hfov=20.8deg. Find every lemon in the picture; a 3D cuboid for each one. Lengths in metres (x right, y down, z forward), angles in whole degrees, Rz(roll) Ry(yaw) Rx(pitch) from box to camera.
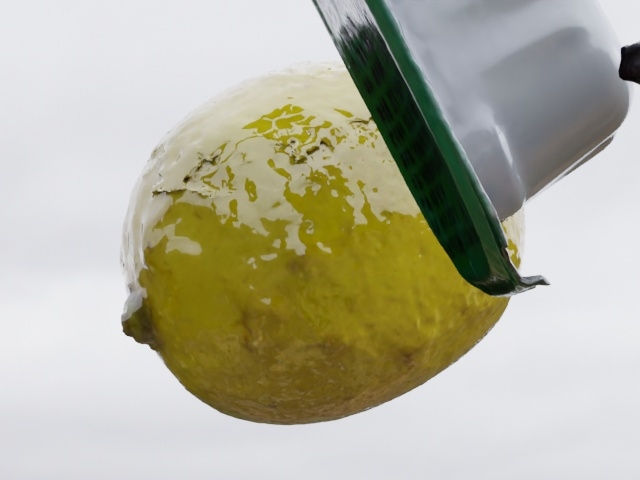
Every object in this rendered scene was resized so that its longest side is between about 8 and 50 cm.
[{"bbox_3d":[0.002,-0.001,1.208,0.284,0.260,0.260,-26,-18,4],"label":"lemon"}]

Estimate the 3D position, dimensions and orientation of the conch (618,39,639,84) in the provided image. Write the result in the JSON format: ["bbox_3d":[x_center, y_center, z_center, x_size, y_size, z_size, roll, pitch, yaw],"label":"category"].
[{"bbox_3d":[0.272,-0.069,0.653,0.313,0.240,0.186,-22,-58,33],"label":"conch"}]

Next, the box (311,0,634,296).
[{"bbox_3d":[0.051,-0.139,0.860,0.106,0.336,0.264,-27,-2,-2],"label":"box"}]
